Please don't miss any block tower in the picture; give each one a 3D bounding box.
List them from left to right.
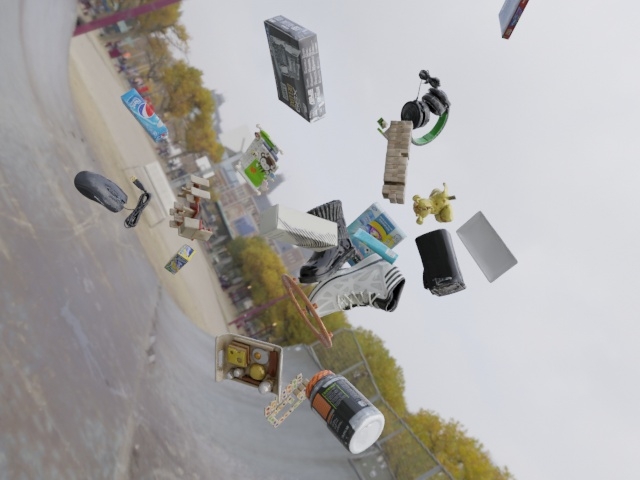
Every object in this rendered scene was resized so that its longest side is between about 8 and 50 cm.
[{"bbox_3d":[0.310,-0.321,1.907,0.097,0.091,0.335,44,52,-74],"label":"block tower"}]

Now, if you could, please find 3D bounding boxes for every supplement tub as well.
[{"bbox_3d":[0.053,0.409,1.154,0.190,0.117,0.117,35,-29,44],"label":"supplement tub"}]

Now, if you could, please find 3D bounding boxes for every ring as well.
[{"bbox_3d":[-0.049,0.265,1.826,0.336,0.032,0.336,53,-15,22],"label":"ring"}]

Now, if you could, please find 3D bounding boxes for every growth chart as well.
[{"bbox_3d":[-0.228,-0.296,1.791,0.172,0.021,0.237,44,-55,7],"label":"growth chart"}]

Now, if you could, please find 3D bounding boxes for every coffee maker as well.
[{"bbox_3d":[0.358,0.059,1.407,0.171,0.120,0.178,76,2,-66],"label":"coffee maker"}]

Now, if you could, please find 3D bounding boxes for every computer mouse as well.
[{"bbox_3d":[-0.731,-0.186,1.711,0.060,0.184,0.262,-17,-50,43],"label":"computer mouse"}]

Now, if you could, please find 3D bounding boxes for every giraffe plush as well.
[{"bbox_3d":[0.489,-0.149,2.121,0.210,0.171,0.181,100,-27,-74],"label":"giraffe plush"}]

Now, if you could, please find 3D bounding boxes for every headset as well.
[{"bbox_3d":[0.493,-0.591,2.151,0.185,0.243,0.394,48,-12,39],"label":"headset"}]

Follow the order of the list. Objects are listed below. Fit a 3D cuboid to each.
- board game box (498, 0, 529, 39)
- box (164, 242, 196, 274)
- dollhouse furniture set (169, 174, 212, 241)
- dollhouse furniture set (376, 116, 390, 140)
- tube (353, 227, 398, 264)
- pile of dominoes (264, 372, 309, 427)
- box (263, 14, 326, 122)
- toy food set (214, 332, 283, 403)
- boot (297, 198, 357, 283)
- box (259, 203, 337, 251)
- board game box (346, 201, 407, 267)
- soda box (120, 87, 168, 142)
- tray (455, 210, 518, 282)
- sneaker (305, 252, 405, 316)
[{"bbox_3d":[0.607,-0.762,1.404,0.281,0.027,0.145,106,-5,-54],"label":"board game box"},{"bbox_3d":[-0.554,0.075,1.868,0.054,0.059,0.169,40,-40,-16],"label":"box"},{"bbox_3d":[-0.586,-0.126,2.199,0.262,0.135,0.259,-45,-135,37],"label":"dollhouse furniture set"},{"bbox_3d":[0.331,-0.537,2.312,0.059,0.076,0.151,34,17,-47],"label":"dollhouse furniture set"},{"bbox_3d":[0.237,0.023,2.026,0.207,0.052,0.080,37,30,3],"label":"tube"},{"bbox_3d":[-0.137,0.730,2.136,0.040,0.251,0.196,35,-19,38],"label":"pile of dominoes"},{"bbox_3d":[-0.087,-0.606,1.686,0.242,0.077,0.307,47,-23,39],"label":"box"},{"bbox_3d":[-0.288,0.511,1.896,0.092,0.306,0.219,-32,129,-63],"label":"toy food set"},{"bbox_3d":[-0.003,0.000,1.934,0.131,0.348,0.260,-6,-69,40],"label":"boot"},{"bbox_3d":[-0.074,-0.040,1.682,0.113,0.275,0.094,-21,-118,47],"label":"box"},{"bbox_3d":[0.260,-0.006,2.582,0.253,0.336,0.079,50,22,7],"label":"board game box"},{"bbox_3d":[-0.714,-0.506,1.928,0.210,0.067,0.071,51,-16,-4],"label":"soda box"},{"bbox_3d":[0.672,0.024,1.917,0.145,0.030,0.270,-48,-126,34],"label":"tray"},{"bbox_3d":[0.163,0.235,2.041,0.257,0.448,0.169,51,-11,51],"label":"sneaker"}]
